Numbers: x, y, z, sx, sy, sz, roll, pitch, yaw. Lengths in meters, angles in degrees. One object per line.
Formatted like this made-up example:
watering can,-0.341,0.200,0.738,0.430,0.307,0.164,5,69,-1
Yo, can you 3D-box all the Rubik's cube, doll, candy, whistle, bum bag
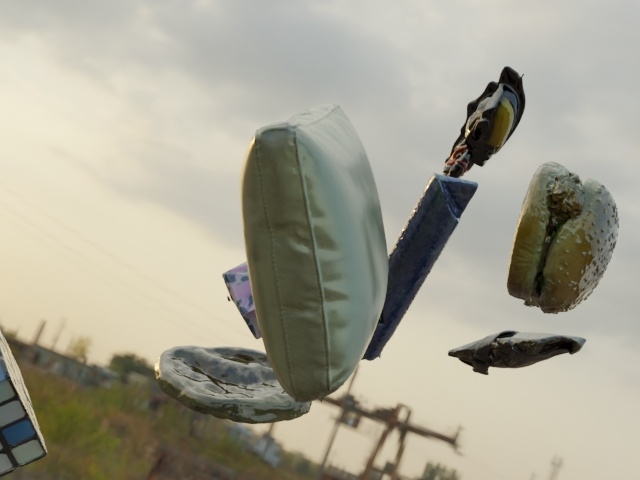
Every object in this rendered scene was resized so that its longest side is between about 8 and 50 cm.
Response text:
Rubik's cube,-0.418,0.181,1.245,0.151,0.155,0.154,55,-17,43
doll,0.265,-0.170,1.799,0.088,0.248,0.127,19,27,-17
candy,-0.048,0.056,1.517,0.092,0.160,0.073,53,-16,38
whistle,0.109,0.034,1.391,0.062,0.062,0.304,23,-52,-3
bum bag,0.324,0.185,1.871,0.102,0.069,0.248,28,-33,-35

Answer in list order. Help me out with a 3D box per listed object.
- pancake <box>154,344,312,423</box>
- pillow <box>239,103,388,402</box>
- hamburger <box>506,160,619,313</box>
pancake,-0.153,0.256,1.989,0.295,0.049,0.294,14,15,-4
pillow,0.000,0.000,1.065,0.120,0.255,0.322,-7,8,10
hamburger,0.316,0.000,1.438,0.122,0.189,0.215,21,-14,20
